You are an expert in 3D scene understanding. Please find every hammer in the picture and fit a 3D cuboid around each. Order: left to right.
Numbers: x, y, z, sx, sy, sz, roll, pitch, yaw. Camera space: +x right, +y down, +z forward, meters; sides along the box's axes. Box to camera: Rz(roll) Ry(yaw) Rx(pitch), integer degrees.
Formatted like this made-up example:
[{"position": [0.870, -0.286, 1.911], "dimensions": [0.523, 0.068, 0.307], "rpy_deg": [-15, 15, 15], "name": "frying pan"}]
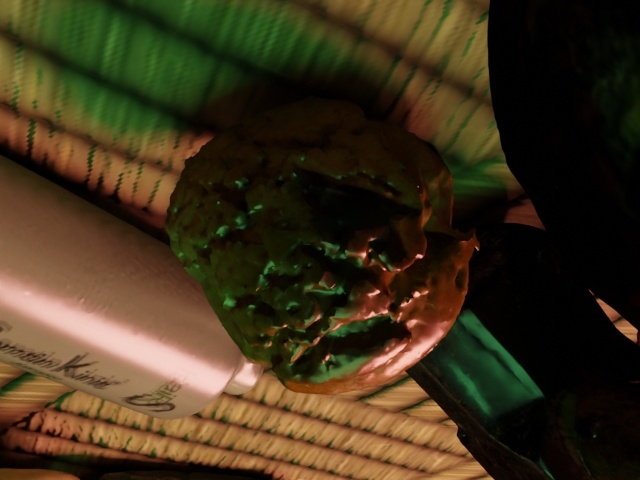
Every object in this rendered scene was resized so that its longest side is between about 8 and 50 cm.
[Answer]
[{"position": [0.187, 0.095, 0.517], "dimensions": [0.242, 0.095, 0.409], "rpy_deg": [51, 163, -10], "name": "hammer"}]

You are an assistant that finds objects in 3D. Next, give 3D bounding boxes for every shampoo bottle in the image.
[{"position": [-0.114, 0.028, 0.610], "dimensions": [0.085, 0.085, 0.262], "rpy_deg": [-21, 148, 28], "name": "shampoo bottle"}]

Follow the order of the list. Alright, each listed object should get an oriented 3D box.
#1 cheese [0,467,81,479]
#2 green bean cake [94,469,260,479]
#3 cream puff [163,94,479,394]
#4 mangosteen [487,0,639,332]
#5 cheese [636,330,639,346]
[{"position": [-0.373, 0.245, 0.898], "dimensions": [0.384, 0.104, 0.384], "rpy_deg": [-6, 161, -2], "name": "cheese"}, {"position": [-0.123, 0.244, 1.002], "dimensions": [0.181, 0.094, 0.173], "rpy_deg": [8, 150, -23], "name": "green bean cake"}, {"position": [0.000, 0.000, 0.539], "dimensions": [0.133, 0.119, 0.104], "rpy_deg": [31, -175, -4], "name": "cream puff"}, {"position": [0.141, -0.038, 0.324], "dimensions": [0.231, 0.289, 0.231], "rpy_deg": [16, 127, 23], "name": "mangosteen"}, {"position": [0.242, 0.026, 0.617], "dimensions": [0.217, 0.129, 0.329], "rpy_deg": [-17, 138, 29], "name": "cheese"}]
